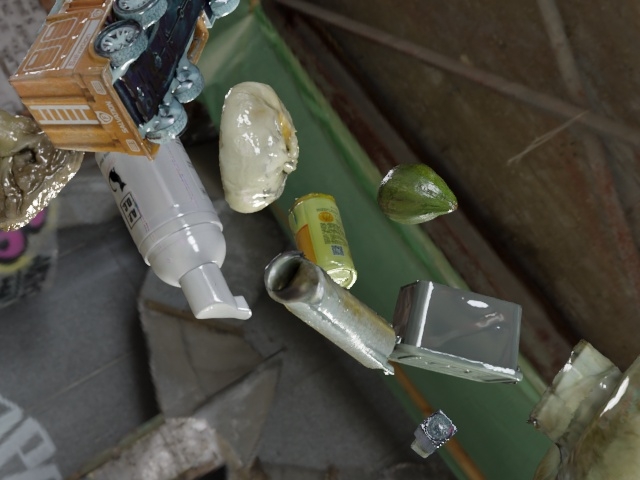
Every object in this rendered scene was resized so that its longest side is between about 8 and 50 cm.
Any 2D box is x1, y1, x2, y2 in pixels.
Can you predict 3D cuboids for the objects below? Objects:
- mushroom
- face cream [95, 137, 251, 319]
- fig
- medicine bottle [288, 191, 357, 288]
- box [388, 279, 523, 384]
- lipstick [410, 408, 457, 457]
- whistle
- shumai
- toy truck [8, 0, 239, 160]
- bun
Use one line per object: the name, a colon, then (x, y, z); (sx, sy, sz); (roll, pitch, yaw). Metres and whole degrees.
mushroom: (0.375, 0.248, 1.048); (0.260, 0.352, 0.352); (37, -34, 16)
face cream: (-0.238, -0.018, 1.482); (0.369, 0.145, 0.145); (61, -26, 19)
fig: (0.190, -0.077, 1.677); (0.156, 0.123, 0.123); (33, -38, 35)
medicine bottle: (0.000, 0.000, 2.010); (0.124, 0.124, 0.239); (96, -17, -49)
box: (0.234, 0.160, 1.558); (0.163, 0.243, 0.135); (141, -37, -73)
lipstick: (0.199, 0.366, 1.635); (0.051, 0.051, 0.312); (48, -13, 15)
whistle: (0.026, 0.089, 0.987); (0.326, 0.057, 0.068); (46, 24, -62)
shumai: (-0.516, -0.131, 1.503); (0.175, 0.206, 0.166); (40, -10, -17)
toy truck: (-0.211, -0.240, 0.990); (0.162, 0.305, 0.136); (2, -37, 20)
bun: (-0.119, -0.194, 1.856); (0.287, 0.146, 0.287); (0, 90, -82)
